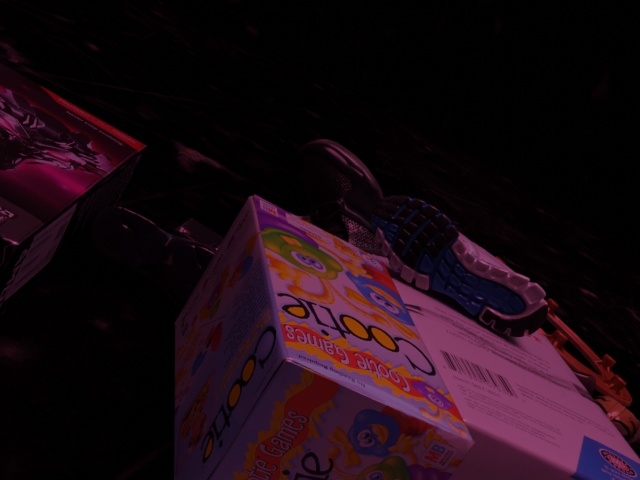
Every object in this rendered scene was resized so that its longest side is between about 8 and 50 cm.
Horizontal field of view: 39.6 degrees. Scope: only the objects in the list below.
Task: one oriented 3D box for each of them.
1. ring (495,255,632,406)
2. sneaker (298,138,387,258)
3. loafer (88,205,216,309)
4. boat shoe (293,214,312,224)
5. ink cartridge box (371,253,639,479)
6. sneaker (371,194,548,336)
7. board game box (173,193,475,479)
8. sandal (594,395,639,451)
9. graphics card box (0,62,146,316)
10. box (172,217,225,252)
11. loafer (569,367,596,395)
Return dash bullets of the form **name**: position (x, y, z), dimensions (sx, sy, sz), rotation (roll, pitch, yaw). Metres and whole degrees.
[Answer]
- **ring**: position (0.367, 0.130, 1.407), dimensions (0.336, 0.032, 0.336), rotation (38, 13, -10)
- **sneaker**: position (0.022, -0.002, 1.016), dimensions (0.130, 0.087, 0.227), rotation (-33, 105, -54)
- **loafer**: position (-0.136, 0.026, 0.830), dimensions (0.170, 0.062, 0.061), rotation (36, -14, -8)
- **boat shoe**: position (0.000, 0.000, 1.130), dimensions (0.219, 0.078, 0.070), rotation (8, 29, -52)
- **ink cartridge box**: position (0.137, 0.162, 0.789), dimensions (0.223, 0.129, 0.307), rotation (26, 16, -16)
- **sneaker**: position (0.128, 0.024, 0.862), dimensions (0.191, 0.071, 0.083), rotation (37, 7, -3)
- **board game box**: position (-0.016, 0.099, 0.670), dimensions (0.142, 0.144, 0.275), rotation (27, 17, -18)
- **sandal**: position (0.382, 0.236, 1.151), dimensions (0.219, 0.060, 0.090), rotation (13, 24, -50)
- **graphics card box**: position (-0.303, -0.068, 0.742), dimensions (0.233, 0.094, 0.371), rotation (30, 16, -5)
- **box**: position (-0.113, 0.024, 0.888), dimensions (0.083, 0.052, 0.062), rotation (31, 14, 1)
- **loafer**: position (0.203, 0.121, 1.104), dimensions (0.302, 0.095, 0.109), rotation (39, 17, 27)
